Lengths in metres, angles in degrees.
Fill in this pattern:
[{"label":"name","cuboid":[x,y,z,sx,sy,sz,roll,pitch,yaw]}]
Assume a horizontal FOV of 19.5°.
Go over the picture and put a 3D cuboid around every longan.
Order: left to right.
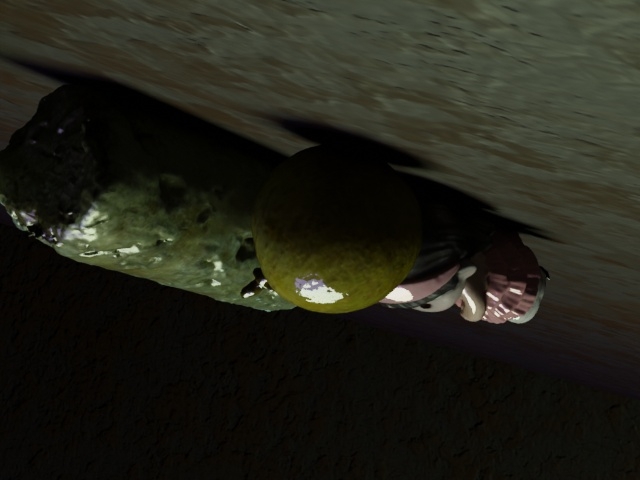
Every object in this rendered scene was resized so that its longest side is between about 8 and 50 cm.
[{"label":"longan","cuboid":[0.000,0.000,0.749,0.075,0.083,0.075,48,-166,-16]}]

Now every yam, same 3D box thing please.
[{"label":"yam","cuboid":[-0.064,-0.015,0.854,0.078,0.078,0.179,14,176,39]}]

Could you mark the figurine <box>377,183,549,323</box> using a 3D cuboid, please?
[{"label":"figurine","cuboid":[0.052,0.004,0.839,0.072,0.054,0.129,32,-166,37]}]
